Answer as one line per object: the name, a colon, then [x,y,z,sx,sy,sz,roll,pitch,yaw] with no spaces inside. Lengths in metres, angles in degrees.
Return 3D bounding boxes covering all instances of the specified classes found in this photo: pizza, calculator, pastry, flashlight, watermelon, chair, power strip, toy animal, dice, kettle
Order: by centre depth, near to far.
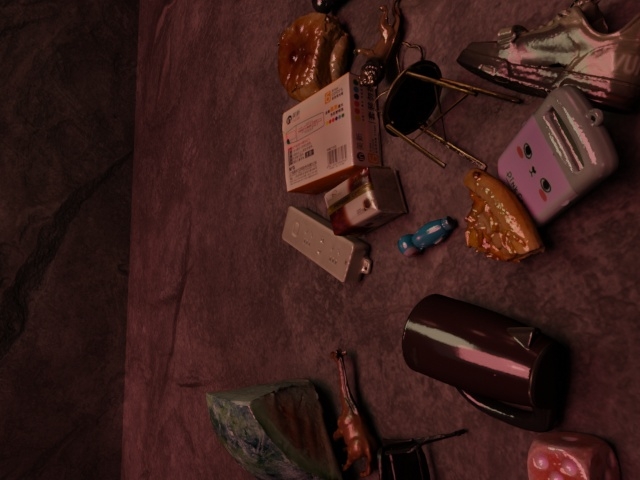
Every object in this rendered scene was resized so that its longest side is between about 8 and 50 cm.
dice: [0.358,0.328,0.710,0.094,0.093,0.091,-12,80,53]
calculator: [0.333,-0.113,0.725,0.246,0.045,0.141,103,151,-70]
kettle: [0.267,0.203,0.810,0.232,0.144,0.201,14,120,50]
pizza: [0.280,-0.028,0.830,0.161,0.063,0.181,96,155,-63]
chair: [0.179,-0.257,0.926,0.326,0.170,0.159,44,126,37]
chair: [0.161,0.437,0.930,0.221,0.145,0.140,-29,65,50]
flashlight: [0.202,-0.009,0.969,0.129,0.051,0.051,-39,59,43]
toy animal: [0.128,-0.421,1.068,0.086,0.069,0.219,17,90,51]
toy animal: [0.062,0.387,1.125,0.224,0.067,0.229,49,138,50]
watermelon: [-0.084,0.437,1.202,0.387,0.258,0.228,37,135,-1]
power strip: [0.000,0.000,1.230,0.338,0.058,0.098,33,115,49]
pastry: [-0.024,-0.455,1.243,0.229,0.100,0.218,52,128,39]

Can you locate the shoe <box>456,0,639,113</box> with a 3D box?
shoe: [0.347,-0.291,0.743,0.293,0.109,0.149,38,116,43]

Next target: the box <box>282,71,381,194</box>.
box: [0.017,-0.240,1.187,0.274,0.091,0.220,-10,80,53]

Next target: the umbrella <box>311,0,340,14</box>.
umbrella: [0.085,-0.634,1.100,0.358,0.106,0.112,-32,68,48]

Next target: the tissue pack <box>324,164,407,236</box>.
tissue pack: [0.093,-0.081,1.073,0.149,0.099,0.105,-31,65,48]
